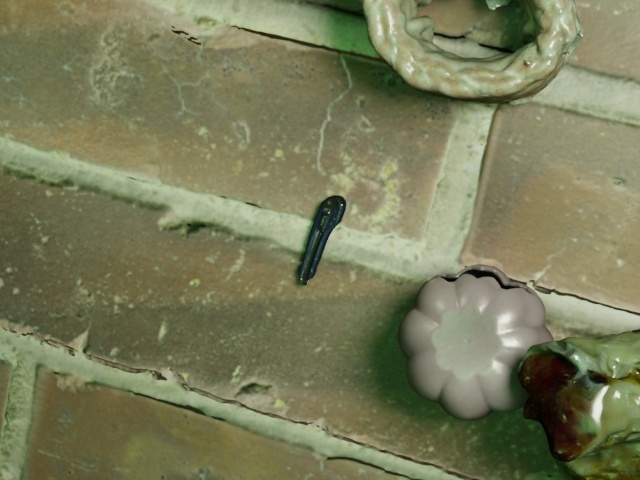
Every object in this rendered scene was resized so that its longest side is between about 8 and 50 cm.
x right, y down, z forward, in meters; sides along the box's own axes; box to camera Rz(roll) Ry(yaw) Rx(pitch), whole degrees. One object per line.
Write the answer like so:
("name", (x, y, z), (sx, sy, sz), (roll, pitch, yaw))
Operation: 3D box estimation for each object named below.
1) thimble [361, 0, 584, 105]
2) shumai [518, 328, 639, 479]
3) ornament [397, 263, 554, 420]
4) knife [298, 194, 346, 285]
("thimble", (0.163, -0.245, 1.190), (0.229, 0.148, 0.196), (39, 106, 8))
("shumai", (0.353, 0.157, 1.130), (0.272, 0.204, 0.222), (-32, 49, -3))
("ornament", (0.179, 0.116, 1.241), (0.177, 0.177, 0.178), (2, 98, 14))
("knife", (0.000, 0.000, 1.334), (0.031, 0.018, 0.121), (23, 105, 12))
